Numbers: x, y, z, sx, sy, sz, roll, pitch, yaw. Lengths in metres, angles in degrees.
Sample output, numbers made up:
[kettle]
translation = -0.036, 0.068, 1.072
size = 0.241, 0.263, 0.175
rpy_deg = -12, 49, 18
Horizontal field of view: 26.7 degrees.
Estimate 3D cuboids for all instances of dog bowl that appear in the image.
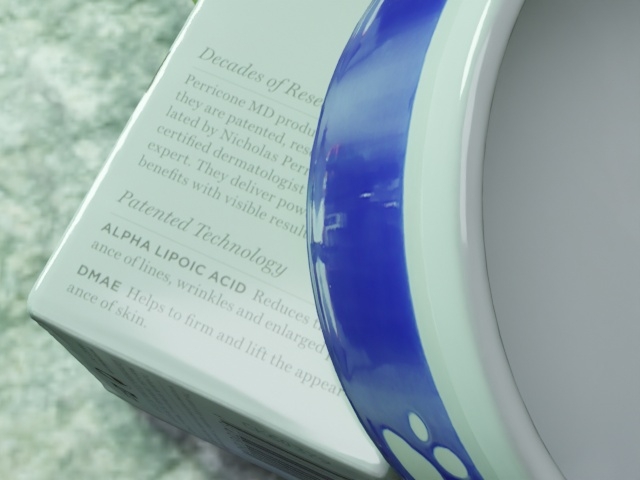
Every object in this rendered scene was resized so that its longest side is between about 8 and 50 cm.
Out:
[dog bowl]
translation = 0.132, -0.007, 0.470
size = 0.265, 0.104, 0.264
rpy_deg = 1, 88, -27

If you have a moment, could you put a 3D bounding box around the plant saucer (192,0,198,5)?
[plant saucer]
translation = 0.035, -0.190, 0.697
size = 0.241, 0.037, 0.240
rpy_deg = -1, 72, 4

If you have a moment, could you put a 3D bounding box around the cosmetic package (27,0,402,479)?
[cosmetic package]
translation = 0.000, 0.000, 0.576
size = 0.152, 0.151, 0.183
rpy_deg = 23, 74, 12
